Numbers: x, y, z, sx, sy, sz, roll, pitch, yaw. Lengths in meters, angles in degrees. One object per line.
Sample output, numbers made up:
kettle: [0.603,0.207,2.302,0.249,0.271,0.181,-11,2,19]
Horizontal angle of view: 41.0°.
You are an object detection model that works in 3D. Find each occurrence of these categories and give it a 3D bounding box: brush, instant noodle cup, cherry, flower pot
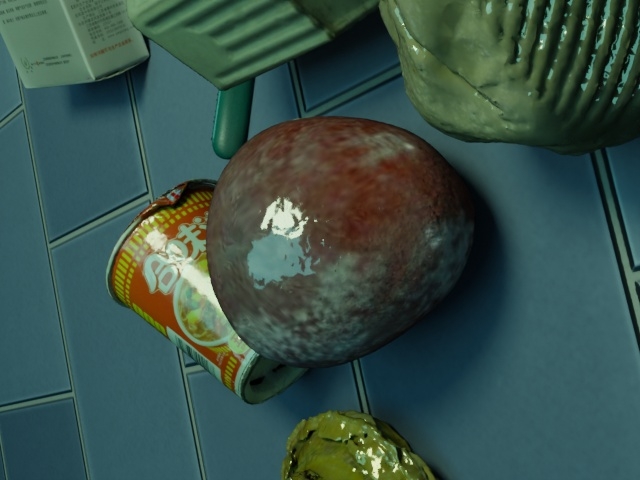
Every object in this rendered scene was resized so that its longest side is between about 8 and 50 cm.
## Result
brush: [-0.104,-0.193,1.024,0.032,0.043,0.193,31,115,59]
instant noodle cup: [-0.105,0.065,0.965,0.212,0.193,0.193,41,122,27]
cherry: [0.000,0.000,0.805,0.285,0.213,0.236,-10,89,33]
flower pot: [-0.061,-0.285,0.844,0.190,0.239,0.209,-12,53,48]

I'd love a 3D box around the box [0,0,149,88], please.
box: [-0.375,-0.365,1.165,0.200,0.106,0.299,6,123,45]

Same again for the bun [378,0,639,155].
bun: [0.154,-0.200,0.623,0.205,0.282,0.281,-137,53,-65]

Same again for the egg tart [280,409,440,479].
egg tart: [0.032,0.293,0.888,0.241,0.106,0.241,11,106,43]
